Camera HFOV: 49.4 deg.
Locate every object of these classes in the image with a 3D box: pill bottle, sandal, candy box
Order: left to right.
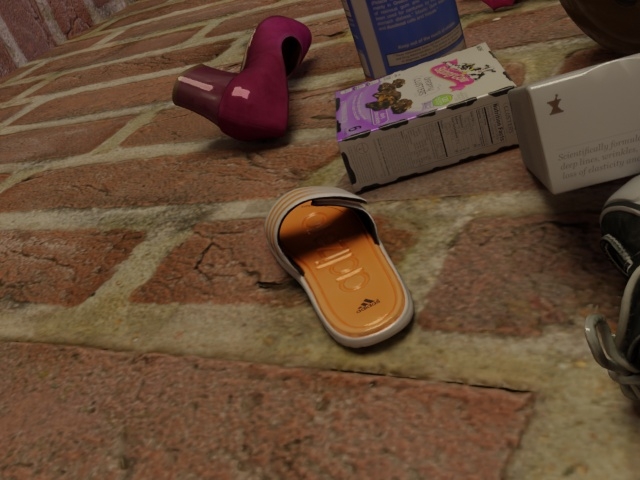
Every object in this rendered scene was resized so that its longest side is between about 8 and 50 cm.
[{"bbox_3d":[0.010,-0.004,0.636,0.102,0.076,0.265,-25,29,-8],"label":"sandal"},{"bbox_3d":[0.101,-0.352,0.957,0.152,0.272,0.152,-16,30,9],"label":"pill bottle"},{"bbox_3d":[0.120,-0.147,0.808,0.196,0.070,0.164,-16,29,10],"label":"candy box"}]

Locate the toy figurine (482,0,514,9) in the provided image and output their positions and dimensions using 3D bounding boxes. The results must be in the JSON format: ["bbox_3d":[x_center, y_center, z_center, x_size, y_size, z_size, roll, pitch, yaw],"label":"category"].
[{"bbox_3d":[0.315,-0.451,1.185,0.173,0.130,0.159,2,43,-8],"label":"toy figurine"}]

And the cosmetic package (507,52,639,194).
[{"bbox_3d":[0.225,-0.102,0.573,0.118,0.085,0.231,-14,9,15],"label":"cosmetic package"}]

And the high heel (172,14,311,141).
[{"bbox_3d":[-0.058,-0.253,1.112,0.181,0.127,0.377,24,41,15],"label":"high heel"}]

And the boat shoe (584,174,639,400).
[{"bbox_3d":[0.209,0.054,0.382,0.105,0.113,0.306,-37,21,11],"label":"boat shoe"}]

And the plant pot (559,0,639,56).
[{"bbox_3d":[0.426,-0.363,0.784,0.280,0.323,0.323,-46,34,-8],"label":"plant pot"}]
